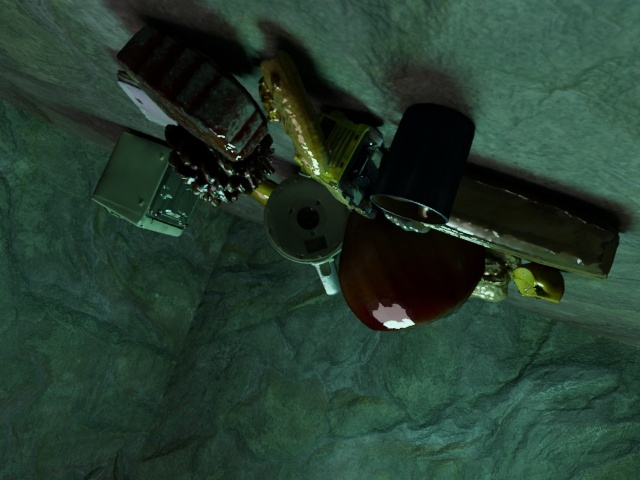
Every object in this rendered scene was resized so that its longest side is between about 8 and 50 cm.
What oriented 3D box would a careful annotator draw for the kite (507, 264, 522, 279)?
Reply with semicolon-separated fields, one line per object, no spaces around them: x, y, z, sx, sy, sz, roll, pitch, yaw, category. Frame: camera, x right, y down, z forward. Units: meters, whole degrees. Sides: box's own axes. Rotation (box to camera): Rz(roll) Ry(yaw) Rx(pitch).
0.664;0.099;1.462;0.377;0.013;0.327;27;171;-39;kite

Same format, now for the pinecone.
-0.198;-0.186;0.869;0.221;0.222;0.221;20;175;2;pinecone

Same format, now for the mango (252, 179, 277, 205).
-0.207;-0.182;1.541;0.115;0.090;0.178;26;171;33;mango

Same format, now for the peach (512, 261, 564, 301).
0.647;0.122;1.211;0.151;0.118;0.151;60;177;6;peach

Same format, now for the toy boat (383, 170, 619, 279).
0.331;-0.030;0.767;0.445;0.136;0.162;19;180;4;toy boat

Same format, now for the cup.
0.135;-0.111;0.609;0.150;0.138;0.113;17;174;34;cup

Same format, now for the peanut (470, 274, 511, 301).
0.541;0.150;1.539;0.291;0.159;0.143;17;-165;33;peanut

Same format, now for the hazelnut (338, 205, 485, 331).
0.213;0.047;1.033;0.359;0.359;0.409;21;178;-2;hazelnut

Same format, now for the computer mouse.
-0.363;-0.311;0.927;0.125;0.056;0.245;21;175;-4;computer mouse

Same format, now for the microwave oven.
-0.660;-0.204;1.688;0.247;0.333;0.394;24;176;5;microwave oven

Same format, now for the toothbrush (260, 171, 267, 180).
-0.213;-0.235;1.254;0.040;0.041;0.364;20;175;10;toothbrush

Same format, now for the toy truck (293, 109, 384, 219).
0.045;-0.140;0.793;0.157;0.124;0.272;28;-179;20;toy truck

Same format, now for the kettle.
0.000;0.000;1.321;0.250;0.361;0.376;-22;175;3;kettle

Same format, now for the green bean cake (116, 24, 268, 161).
-0.191;-0.226;0.676;0.232;0.097;0.198;37;175;16;green bean cake

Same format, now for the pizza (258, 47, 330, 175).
-0.052;-0.200;0.618;0.161;0.062;0.182;60;177;39;pizza

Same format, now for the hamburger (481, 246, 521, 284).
0.457;0.044;1.200;0.130;0.124;0.262;1;-168;-37;hamburger
